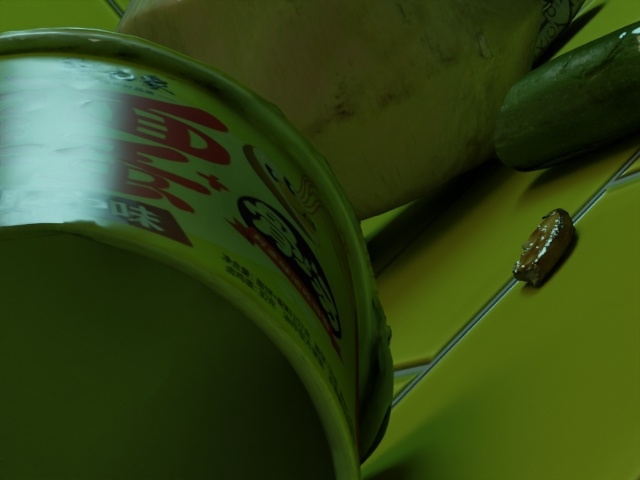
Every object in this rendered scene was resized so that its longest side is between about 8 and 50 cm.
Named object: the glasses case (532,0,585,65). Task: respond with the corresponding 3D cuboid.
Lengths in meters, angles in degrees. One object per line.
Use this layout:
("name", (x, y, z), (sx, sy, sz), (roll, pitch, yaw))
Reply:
("glasses case", (0.160, -0.183, 1.613), (0.354, 0.085, 0.137), (-44, 7, -28))

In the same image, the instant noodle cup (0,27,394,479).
("instant noodle cup", (-0.107, 0.076, 0.644), (0.311, 0.311, 0.221), (-39, 17, 6))

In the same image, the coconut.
("coconut", (0.002, -0.187, 1.283), (0.352, 0.353, 0.352), (-39, 7, 6))

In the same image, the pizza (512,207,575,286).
("pizza", (0.128, 0.004, 0.866), (0.037, 0.016, 0.083), (-35, 12, 31))

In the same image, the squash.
("squash", (0.179, -0.095, 1.000), (0.069, 0.069, 0.239), (-43, 8, -23))
